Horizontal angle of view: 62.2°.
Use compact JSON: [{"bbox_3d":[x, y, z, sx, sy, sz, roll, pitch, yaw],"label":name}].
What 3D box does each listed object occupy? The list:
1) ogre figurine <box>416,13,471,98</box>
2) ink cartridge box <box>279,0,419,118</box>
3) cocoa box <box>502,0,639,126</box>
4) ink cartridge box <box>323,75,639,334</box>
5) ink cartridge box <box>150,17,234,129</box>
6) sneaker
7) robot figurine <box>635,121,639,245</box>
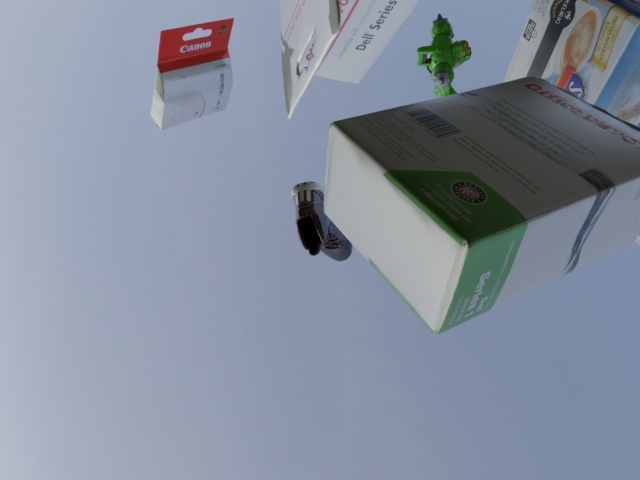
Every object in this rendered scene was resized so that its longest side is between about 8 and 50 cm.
[{"bbox_3d":[0.232,-0.329,0.996,0.096,0.118,0.197,17,-97,23],"label":"ogre figurine"},{"bbox_3d":[0.029,-0.344,0.657,0.119,0.207,0.354,3,-106,-19],"label":"ink cartridge box"},{"bbox_3d":[0.534,-0.329,1.039,0.231,0.347,0.228,-14,-129,-20],"label":"cocoa box"},{"bbox_3d":[0.136,-0.044,0.421,0.219,0.093,0.160,-18,-134,-24],"label":"ink cartridge box"},{"bbox_3d":[-0.275,-0.365,1.179,0.189,0.232,0.066,-29,-104,-36],"label":"ink cartridge box"},{"bbox_3d":[0.000,0.000,1.329,0.106,0.281,0.163,-19,-137,19],"label":"sneaker"},{"bbox_3d":[0.610,-0.087,0.816,0.299,0.200,0.354,-30,-137,10],"label":"robot figurine"}]
